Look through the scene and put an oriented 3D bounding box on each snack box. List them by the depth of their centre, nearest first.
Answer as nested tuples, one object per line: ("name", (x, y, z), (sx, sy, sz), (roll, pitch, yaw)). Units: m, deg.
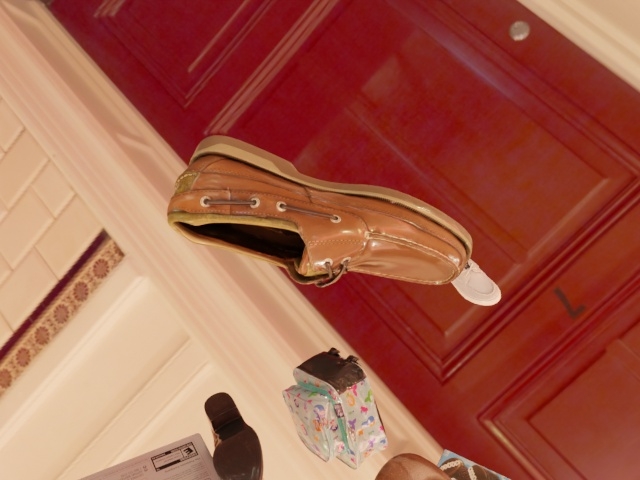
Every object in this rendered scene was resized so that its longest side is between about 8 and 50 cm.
("snack box", (0.340, 0.683, 1.344), (0.322, 0.187, 0.060), (-36, 138, -51))

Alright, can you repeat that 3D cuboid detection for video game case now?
("video game case", (-0.312, 0.505, 0.939), (0.329, 0.300, 0.036), (-13, 122, -30))

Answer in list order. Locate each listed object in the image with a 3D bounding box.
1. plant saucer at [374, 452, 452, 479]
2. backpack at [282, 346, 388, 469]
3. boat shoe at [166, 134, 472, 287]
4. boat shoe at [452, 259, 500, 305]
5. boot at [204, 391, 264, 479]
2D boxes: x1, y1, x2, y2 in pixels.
("plant saucer", (0.117, 0.320, 0.550), (0.036, 0.198, 0.199), (-26, 176, 35))
("backpack", (0.041, 0.420, 1.302), (0.191, 0.253, 0.225), (-31, -165, -26))
("boat shoe", (0.000, 0.000, 0.549), (0.110, 0.307, 0.104), (107, 0, -54))
("boat shoe", (0.307, 0.066, 1.150), (0.066, 0.184, 0.063), (-30, 132, -5))
("boot", (-0.152, 0.491, 1.107), (0.096, 0.264, 0.280), (-25, 121, -21))
